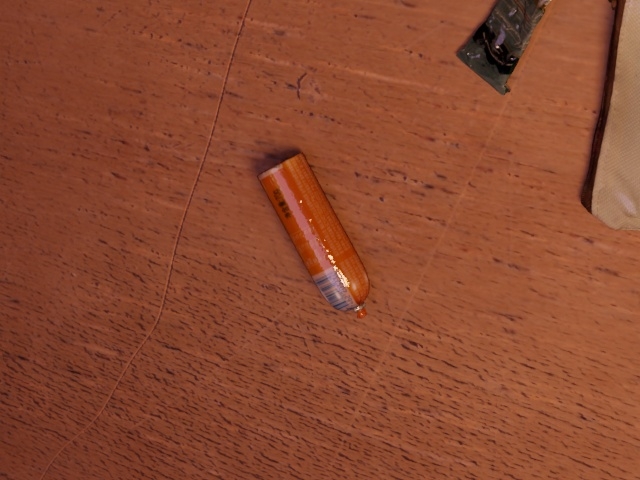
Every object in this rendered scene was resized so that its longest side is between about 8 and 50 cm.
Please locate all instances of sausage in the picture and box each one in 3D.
[{"bbox_3d":[0.000,0.000,2.060,0.071,0.071,0.234,-27,92,35],"label":"sausage"}]

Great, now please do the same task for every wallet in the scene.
[{"bbox_3d":[0.425,-0.142,1.757,0.274,0.068,0.335,21,124,28],"label":"wallet"}]

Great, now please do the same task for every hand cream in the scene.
[{"bbox_3d":[0.252,-0.281,1.823,0.075,0.052,0.248,61,137,29],"label":"hand cream"}]
